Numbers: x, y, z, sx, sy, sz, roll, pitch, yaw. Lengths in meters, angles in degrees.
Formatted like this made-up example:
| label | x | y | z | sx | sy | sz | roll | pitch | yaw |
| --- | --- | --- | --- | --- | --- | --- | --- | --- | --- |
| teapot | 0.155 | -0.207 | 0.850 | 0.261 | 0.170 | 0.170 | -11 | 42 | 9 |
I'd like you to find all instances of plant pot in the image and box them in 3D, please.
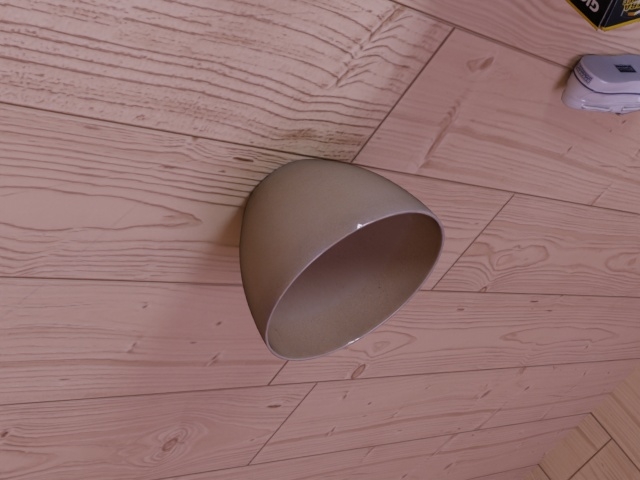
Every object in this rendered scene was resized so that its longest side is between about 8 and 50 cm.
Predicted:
| label | x | y | z | sx | sy | sz | roll | pitch | yaw |
| --- | --- | --- | --- | --- | --- | --- | --- | --- | --- |
| plant pot | 0.000 | 0.000 | 1.498 | 0.284 | 0.191 | 0.284 | -27 | 149 | -18 |

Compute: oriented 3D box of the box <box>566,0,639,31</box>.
| label | x | y | z | sx | sy | sz | roll | pitch | yaw |
| --- | --- | --- | --- | --- | --- | --- | --- | --- | --- |
| box | 0.371 | -0.382 | 1.291 | 0.322 | 0.257 | 0.079 | -20 | 147 | -29 |

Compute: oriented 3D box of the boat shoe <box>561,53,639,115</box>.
| label | x | y | z | sx | sy | sz | roll | pitch | yaw |
| --- | --- | --- | --- | --- | --- | --- | --- | --- | --- |
| boat shoe | 0.493 | -0.250 | 1.802 | 0.258 | 0.095 | 0.084 | 2 | 138 | -34 |
